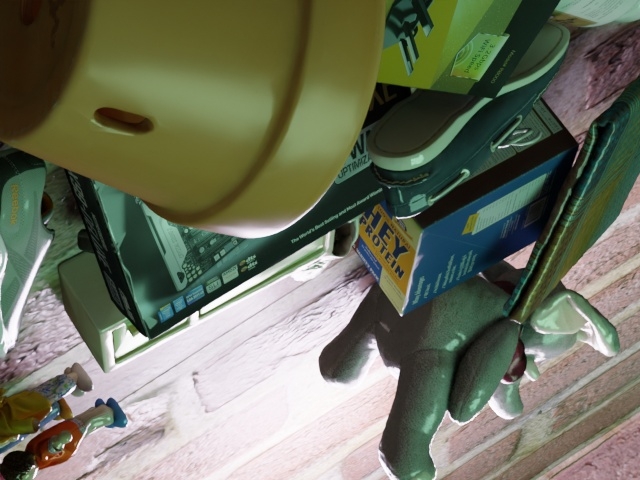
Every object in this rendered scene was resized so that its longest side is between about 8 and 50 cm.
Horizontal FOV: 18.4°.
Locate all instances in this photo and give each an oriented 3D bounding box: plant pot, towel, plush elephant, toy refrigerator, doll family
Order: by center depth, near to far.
[{"bbox_3d":[-0.120,-0.156,1.402,0.203,0.291,0.291,7,136,-34],"label":"plant pot"},{"bbox_3d":[-0.117,0.021,1.959,0.269,0.094,0.102,-28,157,-17],"label":"toy refrigerator"},{"bbox_3d":[-0.326,0.200,2.037,0.163,0.118,0.263,-29,176,-31],"label":"doll family"},{"bbox_3d":[0.317,-0.080,2.207,0.370,0.040,0.271,-38,154,-59],"label":"towel"},{"bbox_3d":[0.191,0.113,2.352,0.255,0.272,0.330,14,106,-30],"label":"plush elephant"}]

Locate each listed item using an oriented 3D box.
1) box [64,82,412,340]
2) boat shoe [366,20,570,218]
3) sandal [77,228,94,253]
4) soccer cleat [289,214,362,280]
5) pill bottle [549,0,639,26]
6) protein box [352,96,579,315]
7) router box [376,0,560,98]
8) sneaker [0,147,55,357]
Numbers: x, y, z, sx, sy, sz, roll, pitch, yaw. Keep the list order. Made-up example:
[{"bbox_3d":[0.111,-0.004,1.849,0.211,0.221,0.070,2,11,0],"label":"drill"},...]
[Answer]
[{"bbox_3d":[-0.067,-0.091,1.699,0.307,0.076,0.242,-30,133,-18],"label":"box"},{"bbox_3d":[0.137,-0.110,1.740,0.254,0.095,0.079,-45,137,-37],"label":"boat shoe"},{"bbox_3d":[-0.094,-0.056,1.851,0.302,0.086,0.120,-24,-167,-20],"label":"sandal"},{"bbox_3d":[0.000,0.000,2.105,0.068,0.076,0.196,-25,156,-23],"label":"soccer cleat"},{"bbox_3d":[0.236,-0.267,1.833,0.131,0.131,0.229,-45,156,23],"label":"pill bottle"},{"bbox_3d":[0.142,-0.057,2.112,0.201,0.136,0.200,-28,157,-18],"label":"protein box"},{"bbox_3d":[0.113,-0.263,1.559,0.243,0.081,0.309,3,130,-40],"label":"router box"},{"bbox_3d":[-0.278,0.017,1.724,0.108,0.100,0.271,-31,158,-24],"label":"sneaker"}]
